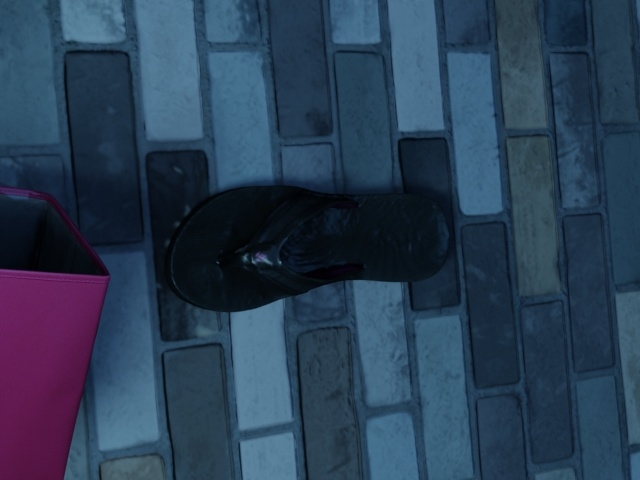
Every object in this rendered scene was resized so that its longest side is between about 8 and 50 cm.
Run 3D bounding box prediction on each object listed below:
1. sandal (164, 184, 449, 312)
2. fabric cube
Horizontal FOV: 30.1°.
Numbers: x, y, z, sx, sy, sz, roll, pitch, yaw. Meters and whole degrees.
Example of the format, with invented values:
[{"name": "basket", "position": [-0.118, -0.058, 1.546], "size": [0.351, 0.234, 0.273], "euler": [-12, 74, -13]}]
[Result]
[{"name": "sandal", "position": [0.001, -0.003, 1.640], "size": [0.446, 0.107, 0.167], "euler": [-8, 91, -29]}, {"name": "fabric cube", "position": [-0.403, 0.097, 1.287], "size": [0.254, 0.259, 0.258], "euler": [4, 110, -29]}]
